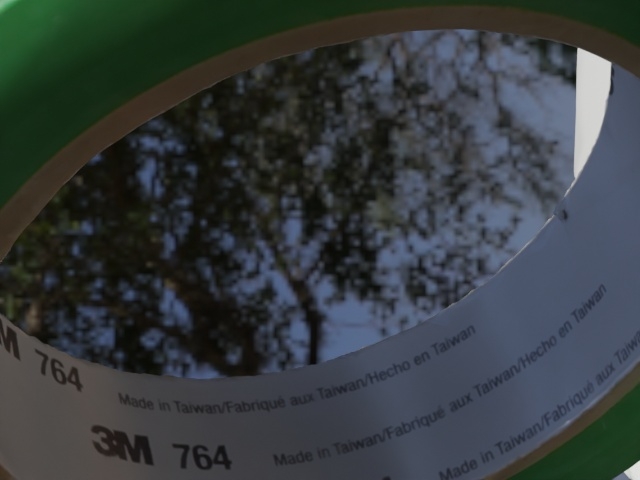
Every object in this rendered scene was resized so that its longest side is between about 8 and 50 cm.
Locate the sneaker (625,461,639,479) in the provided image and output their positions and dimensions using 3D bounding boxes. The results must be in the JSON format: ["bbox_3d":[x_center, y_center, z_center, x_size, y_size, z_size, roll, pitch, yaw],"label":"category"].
[{"bbox_3d":[0.251,0.142,0.918,0.114,0.152,0.305,11,-118,-46],"label":"sneaker"}]

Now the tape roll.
[{"bbox_3d":[0.000,0.000,0.453,0.321,0.321,0.077,68,-178,-49],"label":"tape roll"}]

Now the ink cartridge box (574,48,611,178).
[{"bbox_3d":[0.302,-0.123,0.894,0.115,0.272,0.198,-106,15,-76],"label":"ink cartridge box"}]
